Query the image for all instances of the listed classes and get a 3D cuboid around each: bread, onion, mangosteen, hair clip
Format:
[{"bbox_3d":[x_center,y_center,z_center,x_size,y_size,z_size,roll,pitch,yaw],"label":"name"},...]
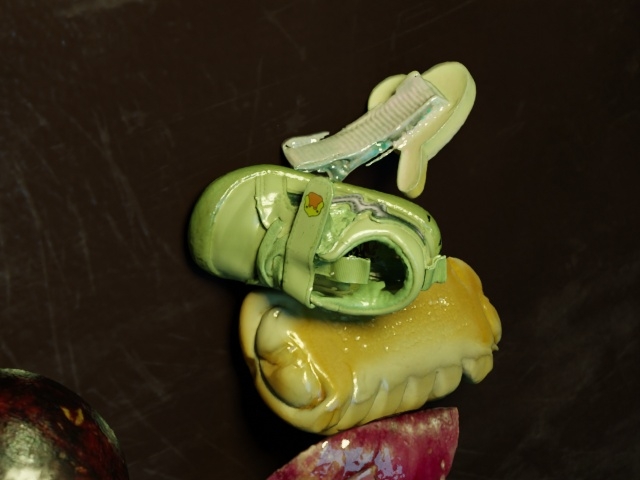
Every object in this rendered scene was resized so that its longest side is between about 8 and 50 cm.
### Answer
[{"bbox_3d":[0.059,0.113,1.916,0.311,0.121,0.173,-12,67,-37],"label":"bread"},{"bbox_3d":[0.027,0.292,1.894,0.247,0.111,0.250,-11,154,-39],"label":"onion"},{"bbox_3d":[-0.309,0.248,1.587,0.288,0.288,0.288,-15,114,-36],"label":"mangosteen"},{"bbox_3d":[0.073,-0.110,1.860,0.218,0.159,0.071,-32,137,-6],"label":"hair clip"}]

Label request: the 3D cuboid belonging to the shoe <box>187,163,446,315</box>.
[{"bbox_3d":[0.000,-0.004,1.785,0.262,0.128,0.140,9,102,-9],"label":"shoe"}]
